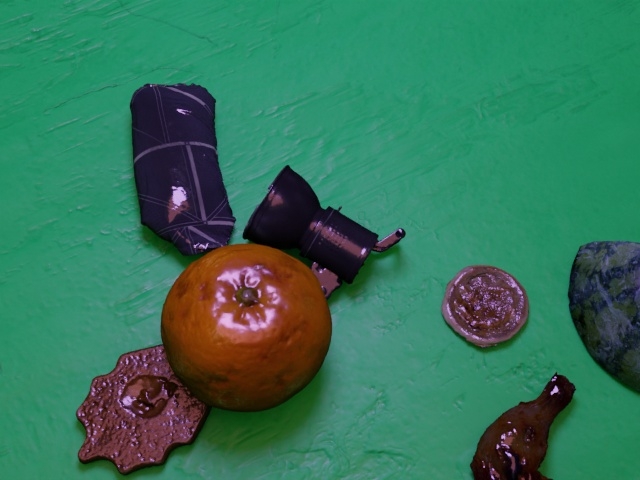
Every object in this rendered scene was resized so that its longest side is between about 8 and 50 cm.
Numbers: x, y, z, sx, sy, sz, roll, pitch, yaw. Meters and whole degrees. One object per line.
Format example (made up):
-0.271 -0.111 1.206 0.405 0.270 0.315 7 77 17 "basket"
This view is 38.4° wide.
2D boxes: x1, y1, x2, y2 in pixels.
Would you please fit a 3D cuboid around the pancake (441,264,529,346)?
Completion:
0.279 0.109 1.546 0.152 0.025 0.151 2 66 -4 "pancake"

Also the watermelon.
0.535 0.119 1.504 0.305 0.224 0.180 39 26 15 "watermelon"

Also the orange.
-0.112 0.131 1.403 0.261 0.261 0.261 1 67 -3 "orange"

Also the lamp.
0.000 0.000 1.528 0.227 0.147 0.172 32 82 2 "lamp"

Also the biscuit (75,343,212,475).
-0.289 0.274 1.438 0.215 0.034 0.182 -38 73 -15 "biscuit"

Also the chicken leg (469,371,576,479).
0.325 0.359 1.422 0.178 0.083 0.322 4 68 -11 "chicken leg"

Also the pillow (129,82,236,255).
-0.239 -0.126 1.579 0.162 0.092 0.334 -7 69 -10 "pillow"
